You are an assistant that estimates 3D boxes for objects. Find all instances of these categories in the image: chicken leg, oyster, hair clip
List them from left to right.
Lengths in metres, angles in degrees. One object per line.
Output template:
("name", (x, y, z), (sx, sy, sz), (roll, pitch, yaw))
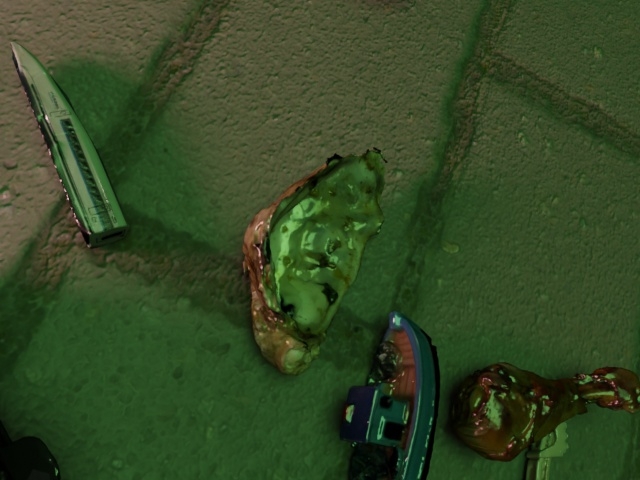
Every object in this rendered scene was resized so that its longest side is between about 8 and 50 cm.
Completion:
("oyster", (0.001, 0.005, 0.643), (0.166, 0.094, 0.294), (54, 54, -17))
("hair clip", (0.280, 0.257, 0.674), (0.072, 0.034, 0.225), (32, 65, -3))
("chicken leg", (0.273, 0.195, 0.649), (0.252, 0.087, 0.107), (-5, 73, -12))

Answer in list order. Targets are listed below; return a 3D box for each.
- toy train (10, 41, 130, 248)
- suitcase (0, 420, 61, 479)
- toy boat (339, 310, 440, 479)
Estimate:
("toy train", (-0.280, -0.116, 0.592), (0.048, 0.055, 0.251), (-22, 82, -23))
("suitcase", (-0.408, 0.168, 0.353), (0.339, 0.188, 0.345), (-39, 71, -23))
("toy boat", (0.070, 0.186, 0.590), (0.097, 0.100, 0.223), (24, 65, -25))
